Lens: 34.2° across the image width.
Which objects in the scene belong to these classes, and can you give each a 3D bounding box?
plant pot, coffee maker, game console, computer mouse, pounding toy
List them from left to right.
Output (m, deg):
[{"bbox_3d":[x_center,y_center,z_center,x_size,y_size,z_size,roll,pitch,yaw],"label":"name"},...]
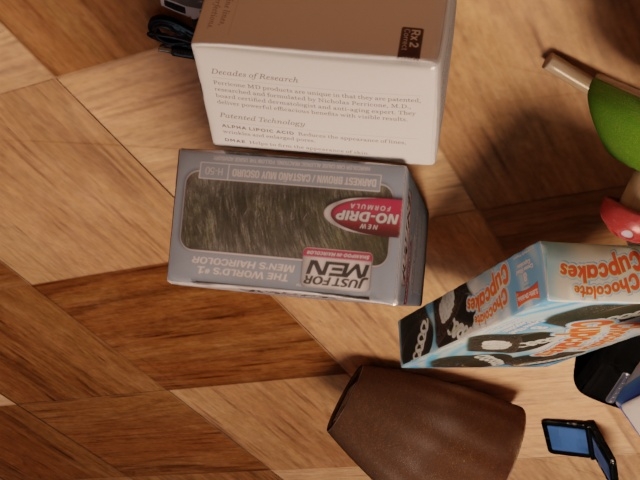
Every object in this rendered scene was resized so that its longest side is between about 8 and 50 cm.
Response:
[{"bbox_3d":[-0.103,-0.220,0.898,0.106,0.042,0.193,14,153,3],"label":"computer mouse"},{"bbox_3d":[0.134,0.276,1.463,0.230,0.215,0.215,28,146,-2],"label":"plant pot"},{"bbox_3d":[0.391,0.324,1.563,0.071,0.107,0.122,-25,142,1],"label":"game console"},{"bbox_3d":[0.358,0.103,1.211,0.171,0.120,0.178,40,152,19],"label":"coffee maker"},{"bbox_3d":[0.276,-0.057,0.856,0.183,0.237,0.110,19,105,-16],"label":"pounding toy"}]

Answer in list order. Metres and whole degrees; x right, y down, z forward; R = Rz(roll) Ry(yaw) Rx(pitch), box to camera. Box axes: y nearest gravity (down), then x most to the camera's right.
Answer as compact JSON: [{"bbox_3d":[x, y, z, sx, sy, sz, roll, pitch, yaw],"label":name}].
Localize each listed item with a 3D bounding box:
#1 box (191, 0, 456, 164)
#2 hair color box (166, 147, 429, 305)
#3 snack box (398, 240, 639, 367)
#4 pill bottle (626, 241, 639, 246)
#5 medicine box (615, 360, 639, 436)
[{"bbox_3d":[0.013,-0.168,0.810,0.182,0.181,0.119,6,146,8],"label":"box"},{"bbox_3d":[0.000,0.000,0.984,0.185,0.113,0.374,5,177,8],"label":"hair color box"},{"bbox_3d":[0.224,0.073,1.042,0.187,0.060,0.322,2,163,-18],"label":"snack box"},{"bbox_3d":[0.378,-0.037,0.978,0.103,0.103,0.184,25,145,-21],"label":"pill bottle"},{"bbox_3d":[0.446,0.090,0.928,0.263,0.289,0.149,-37,87,37],"label":"medicine box"}]
